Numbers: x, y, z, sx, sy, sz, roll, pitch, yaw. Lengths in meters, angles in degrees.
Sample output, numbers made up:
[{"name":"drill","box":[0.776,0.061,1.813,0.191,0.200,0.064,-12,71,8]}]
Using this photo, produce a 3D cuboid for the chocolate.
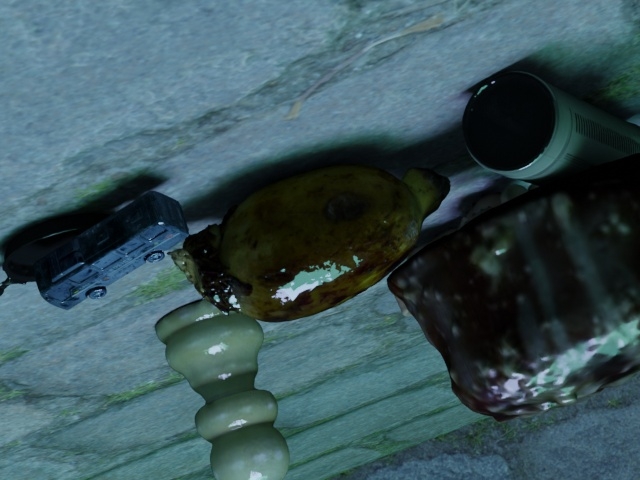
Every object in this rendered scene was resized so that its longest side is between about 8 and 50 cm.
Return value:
[{"name":"chocolate","box":[0.259,0.070,1.432,0.340,0.210,0.225,-27,159,23]}]

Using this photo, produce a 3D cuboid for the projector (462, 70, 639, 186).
[{"name":"projector","box":[0.276,-0.102,1.461,0.108,0.108,0.337,-28,160,27]}]

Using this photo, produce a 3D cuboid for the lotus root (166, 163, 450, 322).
[{"name":"lotus root","box":[0.000,0.000,1.424,0.314,0.141,0.169,-21,167,-7]}]

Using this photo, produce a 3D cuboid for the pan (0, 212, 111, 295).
[{"name":"pan","box":[-0.305,0.029,1.385,0.235,0.028,0.136,-26,160,12]}]

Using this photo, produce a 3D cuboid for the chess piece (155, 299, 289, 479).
[{"name":"chess piece","box":[-0.118,0.213,1.758,0.144,0.251,0.144,-16,163,-5]}]

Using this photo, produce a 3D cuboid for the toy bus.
[{"name":"toy bus","box":[-0.210,0.010,1.325,0.166,0.047,0.065,-30,152,18]}]

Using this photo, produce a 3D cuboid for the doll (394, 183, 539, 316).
[{"name":"doll","box":[0.199,0.016,1.727,0.154,0.119,0.278,-14,157,-27]}]
